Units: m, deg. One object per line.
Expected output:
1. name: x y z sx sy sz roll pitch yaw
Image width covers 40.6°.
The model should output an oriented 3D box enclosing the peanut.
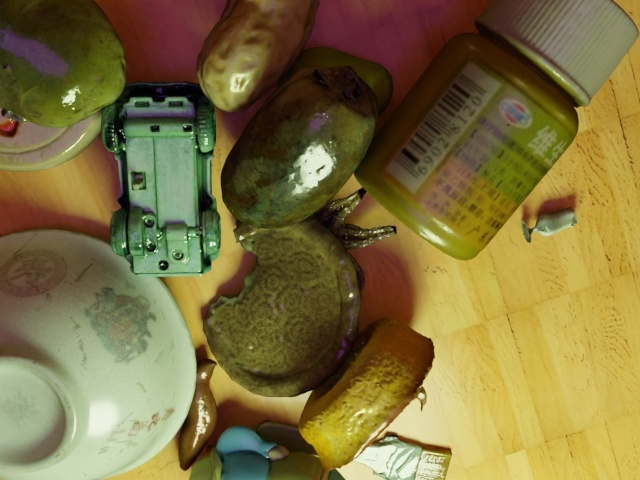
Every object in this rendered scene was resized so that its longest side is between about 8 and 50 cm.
1. peanut: -0.075 -0.319 1.169 0.147 0.147 0.305 16 95 -8

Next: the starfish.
1. starfish: 0.002 -0.004 1.327 0.238 0.057 0.213 -38 100 27

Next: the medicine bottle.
1. medicine bottle: 0.240 -0.180 1.199 0.224 0.224 0.384 34 101 -12

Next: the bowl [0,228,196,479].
1. bowl: -0.416 0.213 1.271 0.435 0.196 0.434 1 106 4

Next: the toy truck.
1. toy truck: -0.220 -0.087 1.234 0.155 0.156 0.278 -1 106 -3

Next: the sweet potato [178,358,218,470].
1. sweet potato: -0.197 0.282 1.401 0.058 0.055 0.202 -4 108 -47

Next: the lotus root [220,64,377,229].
1. lotus root: -0.035 -0.114 1.179 0.160 0.152 0.275 29 134 -18

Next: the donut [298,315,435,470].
1. donut: 0.069 0.229 1.307 0.118 0.253 0.253 38 101 -4

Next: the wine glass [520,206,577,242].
1. wine glass: 0.356 -0.027 1.346 0.083 0.039 0.042 -19 118 0

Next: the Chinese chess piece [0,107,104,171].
1. Chinese chess piece: -0.423 -0.228 1.209 0.273 0.102 0.273 -1 106 -3

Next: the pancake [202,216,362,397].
1. pancake: -0.067 0.095 1.313 0.288 0.033 0.286 -28 85 25

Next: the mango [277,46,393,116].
1. mango: 0.019 -0.213 1.245 0.163 0.089 0.117 16 109 -8

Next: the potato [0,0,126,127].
1. potato: -0.365 -0.246 1.083 0.197 0.148 0.228 -26 108 17

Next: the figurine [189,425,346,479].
1. figurine: -0.083 0.411 1.392 0.262 0.154 0.180 19 130 5

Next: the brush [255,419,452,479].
1. brush: 0.055 0.355 1.452 0.337 0.020 0.085 12 106 -7
